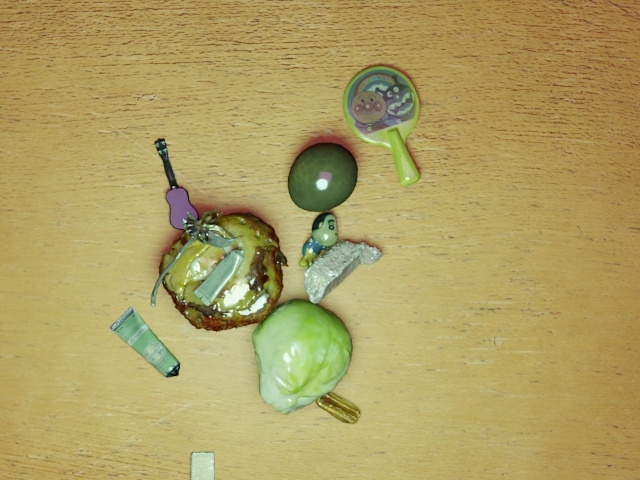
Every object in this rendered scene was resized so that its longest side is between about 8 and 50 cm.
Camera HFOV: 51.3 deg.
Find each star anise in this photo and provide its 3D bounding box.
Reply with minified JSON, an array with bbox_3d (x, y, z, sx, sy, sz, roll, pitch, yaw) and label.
[{"bbox_3d":[-0.335,0.047,1.720,0.148,0.218,0.227,34,120,-3],"label":"star anise"}]

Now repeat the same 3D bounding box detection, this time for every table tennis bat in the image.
[{"bbox_3d":[0.201,-0.333,1.947,0.224,0.054,0.369,-20,87,-4],"label":"table tennis bat"}]

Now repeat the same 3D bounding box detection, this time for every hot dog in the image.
[{"bbox_3d":[0.047,0.482,1.929,0.144,0.038,0.062,29,90,-2],"label":"hot dog"}]

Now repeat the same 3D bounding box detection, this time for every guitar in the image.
[{"bbox_3d":[-0.420,-0.164,1.897,0.083,0.038,0.271,-18,91,-6],"label":"guitar"}]

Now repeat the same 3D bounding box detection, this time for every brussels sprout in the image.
[{"bbox_3d":[-0.061,0.302,1.819,0.316,0.242,0.274,-36,116,-27],"label":"brussels sprout"}]

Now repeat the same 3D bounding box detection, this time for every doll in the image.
[{"bbox_3d":[0.000,0.000,1.910,0.088,0.102,0.179,18,88,35],"label":"doll"}]

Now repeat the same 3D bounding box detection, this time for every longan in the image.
[{"bbox_3d":[0.005,-0.177,1.862,0.212,0.198,0.198,-33,92,-3],"label":"longan"}]

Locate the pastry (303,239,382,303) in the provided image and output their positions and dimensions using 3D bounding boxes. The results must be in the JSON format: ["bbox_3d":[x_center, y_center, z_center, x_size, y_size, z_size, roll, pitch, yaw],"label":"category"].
[{"bbox_3d":[0.047,0.071,1.869,0.265,0.103,0.112,-29,66,-38],"label":"pastry"}]

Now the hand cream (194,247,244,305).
[{"bbox_3d":[-0.249,0.086,1.680,0.057,0.037,0.165,39,89,22],"label":"hand cream"}]

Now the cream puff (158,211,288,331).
[{"bbox_3d":[-0.248,0.094,1.811,0.350,0.229,0.351,-6,66,13],"label":"cream puff"}]

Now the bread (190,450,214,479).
[{"bbox_3d":[-0.335,0.676,1.898,0.068,0.028,0.154,0,88,-5],"label":"bread"}]

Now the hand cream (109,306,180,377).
[{"bbox_3d":[-0.486,0.299,1.882,0.235,0.055,0.086,44,83,4],"label":"hand cream"}]
